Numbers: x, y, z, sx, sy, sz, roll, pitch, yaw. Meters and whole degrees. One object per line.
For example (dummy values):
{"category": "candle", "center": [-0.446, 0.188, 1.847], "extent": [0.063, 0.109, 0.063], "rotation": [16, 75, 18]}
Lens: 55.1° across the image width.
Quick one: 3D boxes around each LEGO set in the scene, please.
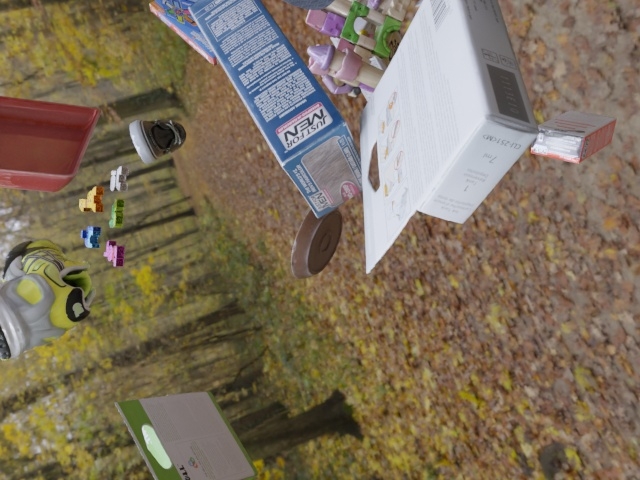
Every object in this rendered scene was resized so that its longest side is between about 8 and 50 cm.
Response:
{"category": "LEGO set", "center": [-0.504, -0.058, 1.402], "extent": [0.093, 0.087, 0.228], "rotation": [5, 90, 47]}

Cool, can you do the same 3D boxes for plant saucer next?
{"category": "plant saucer", "center": [-0.481, -0.148, 0.919], "extent": [0.259, 0.258, 0.048], "rotation": [-105, 24, -55]}
{"category": "plant saucer", "center": [0.000, 0.000, 1.177], "extent": [0.029, 0.168, 0.169], "rotation": [22, 143, 21]}

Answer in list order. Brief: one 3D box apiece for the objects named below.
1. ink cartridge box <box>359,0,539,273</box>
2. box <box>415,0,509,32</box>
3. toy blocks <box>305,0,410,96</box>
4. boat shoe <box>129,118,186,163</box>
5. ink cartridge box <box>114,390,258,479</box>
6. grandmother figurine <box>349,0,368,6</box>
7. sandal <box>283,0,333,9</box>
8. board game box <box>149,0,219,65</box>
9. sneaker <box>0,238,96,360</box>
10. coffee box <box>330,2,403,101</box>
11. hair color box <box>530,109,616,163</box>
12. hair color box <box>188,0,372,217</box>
{"category": "ink cartridge box", "center": [0.119, -0.129, 0.673], "extent": [0.239, 0.060, 0.275], "rotation": [120, 158, -47]}
{"category": "box", "center": [0.320, -0.498, 1.382], "extent": [0.130, 0.091, 0.170], "rotation": [13, 152, 52]}
{"category": "toy blocks", "center": [0.044, -0.494, 1.365], "extent": [0.309, 0.259, 0.289], "rotation": [-132, 62, -73]}
{"category": "boat shoe", "center": [-0.457, -0.305, 1.760], "extent": [0.335, 0.119, 0.121], "rotation": [-105, -4, -72]}
{"category": "ink cartridge box", "center": [-0.248, 0.365, 1.047], "extent": [0.189, 0.097, 0.255], "rotation": [52, -166, 24]}
{"category": "grandmother figurine", "center": [0.054, -0.701, 1.520], "extent": [0.104, 0.207, 0.342], "rotation": [55, 179, 28]}
{"category": "sandal", "center": [-0.064, -0.332, 0.605], "extent": [0.254, 0.097, 0.055], "rotation": [31, -143, -39]}
{"category": "board game box", "center": [-0.296, -0.555, 1.558], "extent": [0.281, 0.145, 0.027], "rotation": [44, 155, 24]}
{"category": "sneaker", "center": [-0.466, 0.088, 1.069], "extent": [0.384, 0.147, 0.145], "rotation": [-136, 34, -64]}
{"category": "coffee box", "center": [0.173, -0.551, 1.837], "extent": [0.118, 0.168, 0.297], "rotation": [3, 146, 39]}
{"category": "hair color box", "center": [0.471, -0.195, 1.138], "extent": [0.093, 0.167, 0.054], "rotation": [22, 122, 37]}
{"category": "hair color box", "center": [-0.061, -0.220, 0.925], "extent": [0.347, 0.105, 0.174], "rotation": [60, -176, 27]}
